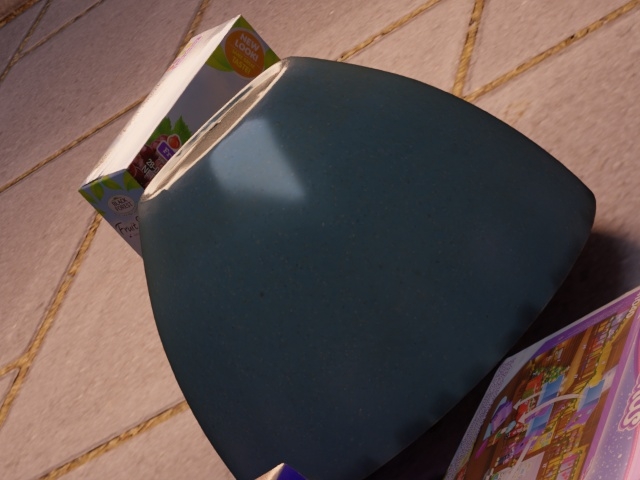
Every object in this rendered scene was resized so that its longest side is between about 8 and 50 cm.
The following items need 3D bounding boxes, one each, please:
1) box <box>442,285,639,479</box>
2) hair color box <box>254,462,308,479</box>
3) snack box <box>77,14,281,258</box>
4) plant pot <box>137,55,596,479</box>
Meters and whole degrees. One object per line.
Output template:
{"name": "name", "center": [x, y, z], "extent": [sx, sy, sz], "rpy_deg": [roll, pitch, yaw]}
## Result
{"name": "box", "center": [0.117, 0.145, 0.960], "extent": [0.201, 0.057, 0.293], "rpy_deg": [-35, 18, 50]}
{"name": "hair color box", "center": [-0.106, 0.260, 1.018], "extent": [0.339, 0.110, 0.185], "rpy_deg": [-34, 20, 47]}
{"name": "snack box", "center": [-0.050, -0.030, 1.435], "extent": [0.070, 0.207, 0.174], "rpy_deg": [-17, 31, 47]}
{"name": "plant pot", "center": [0.000, 0.000, 1.234], "extent": [0.290, 0.195, 0.290], "rpy_deg": [-42, 11, 10]}
